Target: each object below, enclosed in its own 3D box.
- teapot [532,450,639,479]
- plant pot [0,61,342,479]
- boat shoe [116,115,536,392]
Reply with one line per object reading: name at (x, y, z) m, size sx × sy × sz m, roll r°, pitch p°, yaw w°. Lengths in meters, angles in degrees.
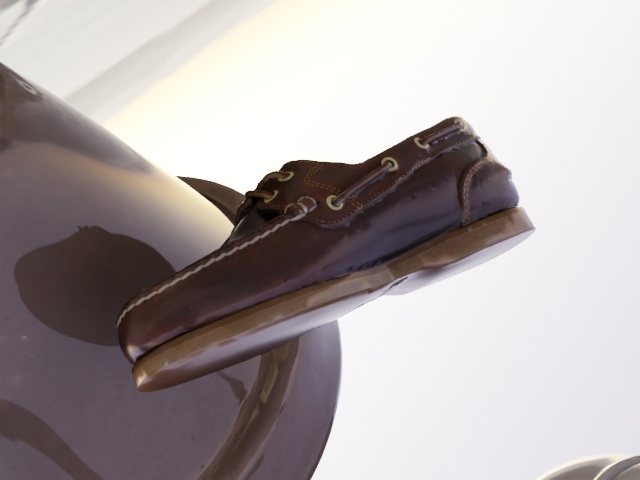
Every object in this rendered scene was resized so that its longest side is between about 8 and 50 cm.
teapot at (0.237, 0.247, 0.772) m, size 0.187 × 0.252 × 0.256 m, roll 108°, pitch -23°, yaw -46°
plant pot at (-0.150, 0.031, 0.538) m, size 0.263 × 0.229 × 0.263 m, roll -16°, pitch -132°, yaw 19°
boat shoe at (0.000, 0.000, 0.468) m, size 0.207 × 0.073 × 0.073 m, roll -20°, pitch 170°, yaw -36°
